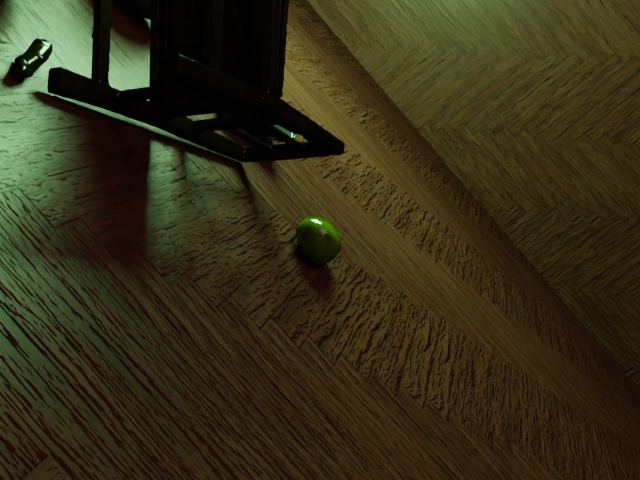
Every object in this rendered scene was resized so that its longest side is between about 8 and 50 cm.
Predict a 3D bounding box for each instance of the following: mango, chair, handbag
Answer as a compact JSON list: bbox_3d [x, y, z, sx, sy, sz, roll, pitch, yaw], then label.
[{"bbox_3d":[0.000,0.000,1.263,0.073,0.056,0.108,59,6,17],"label":"mango"},{"bbox_3d":[-0.127,-0.258,1.092,0.416,0.203,0.240,12,76,-64],"label":"chair"},{"bbox_3d":[-0.125,-0.241,1.470,0.144,0.057,0.221,34,22,-31],"label":"handbag"}]

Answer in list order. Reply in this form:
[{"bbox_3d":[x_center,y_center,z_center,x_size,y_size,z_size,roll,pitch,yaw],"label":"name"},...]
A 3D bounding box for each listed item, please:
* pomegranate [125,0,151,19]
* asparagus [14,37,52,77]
[{"bbox_3d":[-0.270,-0.428,1.353,0.205,0.159,0.159,-18,67,-45],"label":"pomegranate"},{"bbox_3d":[-0.315,-0.198,0.933,0.025,0.021,0.108,39,20,-19],"label":"asparagus"}]
